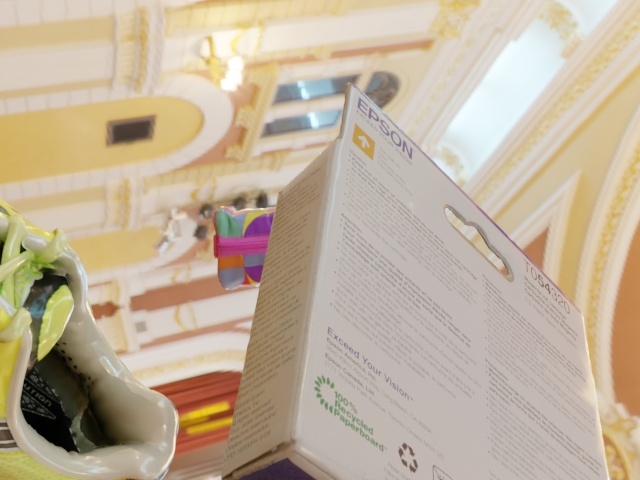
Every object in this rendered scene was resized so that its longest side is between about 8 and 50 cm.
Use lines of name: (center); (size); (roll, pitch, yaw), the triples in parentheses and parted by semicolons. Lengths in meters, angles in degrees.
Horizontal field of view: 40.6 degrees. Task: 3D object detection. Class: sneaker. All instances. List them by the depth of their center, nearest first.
sneaker: (-0.193, -0.004, 0.392); (0.145, 0.147, 0.385); (-79, 151, -42)

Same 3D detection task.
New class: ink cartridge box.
ink cartridge box: (0.091, 0.096, 0.610); (0.071, 0.324, 0.330); (-33, -150, 30)

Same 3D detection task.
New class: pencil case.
pencil case: (0.000, 0.000, 0.928); (0.104, 0.236, 0.104); (-6, 90, -75)
